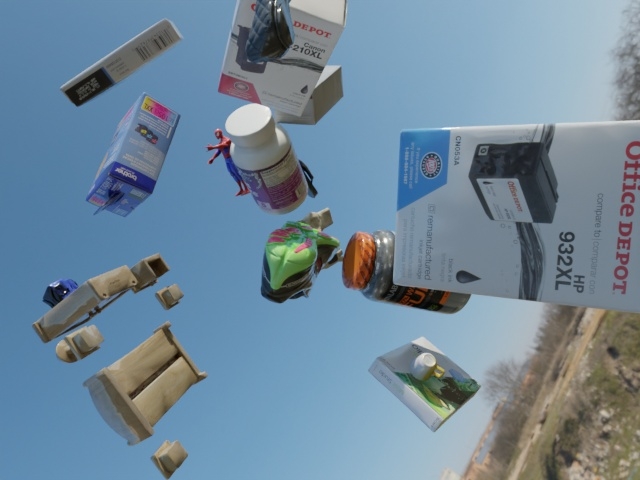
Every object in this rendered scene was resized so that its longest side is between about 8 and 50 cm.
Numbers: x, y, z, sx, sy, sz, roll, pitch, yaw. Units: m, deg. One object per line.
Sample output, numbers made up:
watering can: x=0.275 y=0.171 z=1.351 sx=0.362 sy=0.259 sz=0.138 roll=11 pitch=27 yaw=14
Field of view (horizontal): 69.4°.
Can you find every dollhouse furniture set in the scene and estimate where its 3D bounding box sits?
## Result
dollhouse furniture set: x=-0.359 y=0.244 z=0.913 sx=0.174 sy=0.355 sz=0.303 roll=-33 pitch=3 yaw=20

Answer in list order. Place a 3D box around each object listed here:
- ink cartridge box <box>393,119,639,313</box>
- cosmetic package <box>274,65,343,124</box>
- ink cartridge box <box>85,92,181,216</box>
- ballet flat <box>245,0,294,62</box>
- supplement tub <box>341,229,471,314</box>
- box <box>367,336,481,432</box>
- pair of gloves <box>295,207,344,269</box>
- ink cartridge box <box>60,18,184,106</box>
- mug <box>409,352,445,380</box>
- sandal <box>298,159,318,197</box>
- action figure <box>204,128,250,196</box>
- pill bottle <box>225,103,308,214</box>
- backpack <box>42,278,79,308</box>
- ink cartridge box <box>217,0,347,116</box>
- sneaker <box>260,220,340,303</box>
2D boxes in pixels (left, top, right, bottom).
ink cartridge box: x=0.268 y=-0.038 z=0.625 sx=0.129 sy=0.308 sz=0.223 roll=-6 pitch=-80 yaw=-63
cosmetic package: x=-0.031 y=-0.416 z=1.308 sx=0.238 sy=0.127 sz=0.107 roll=-57 pitch=-32 yaw=-45
ink cartridge box: x=-0.636 y=-0.253 z=1.551 sx=0.151 sy=0.270 sz=0.395 roll=26 pitch=-120 yaw=-32
ballet flat: x=-0.057 y=-0.258 z=0.488 sx=0.057 sy=0.049 sz=0.173 roll=50 pitch=-148 yaw=-53
supplement tub: x=0.246 y=0.087 z=1.323 sx=0.338 sy=0.207 sz=0.207 roll=11 pitch=-73 yaw=-15
box: x=0.308 y=0.397 z=1.331 sx=0.322 sy=0.232 sz=0.058 roll=-3 pitch=-54 yaw=-54
pair of gloves: x=0.000 y=0.000 z=1.828 sx=0.204 sy=0.042 sz=0.240 roll=-20 pitch=-80 yaw=-44
ink cartridge box: x=-0.500 y=-0.471 z=1.216 sx=0.304 sy=0.307 sz=0.072 roll=-34 pitch=-66 yaw=2
mug: x=0.280 y=0.325 z=1.209 sx=0.078 sy=0.062 sz=0.064 roll=1 pitch=-37 yaw=-12
sandal: x=-0.072 y=-0.250 z=1.579 sx=0.054 sy=0.097 sz=0.254 roll=-40 pitch=-60 yaw=-13
action figure: x=-0.396 y=-0.305 z=1.872 sx=0.139 sy=0.091 sz=0.280 roll=-26 pitch=-74 yaw=-32
pill bottle: x=-0.149 y=-0.221 z=1.287 sx=0.169 sy=0.169 sz=0.301 roll=-52 pitch=-33 yaw=-21
backpack: x=-0.856 y=0.196 z=1.568 sx=0.098 sy=0.120 sz=0.101 roll=-48 pitch=-3 yaw=40
ink cartridge box: x=-0.075 y=-0.353 z=0.828 sx=0.237 sy=0.172 sz=0.100 roll=131 pitch=147 yaw=-58
sneaker: x=-0.074 y=0.062 z=1.366 sx=0.202 sy=0.185 sz=0.483 roll=-68 pitch=-12 yaw=11
